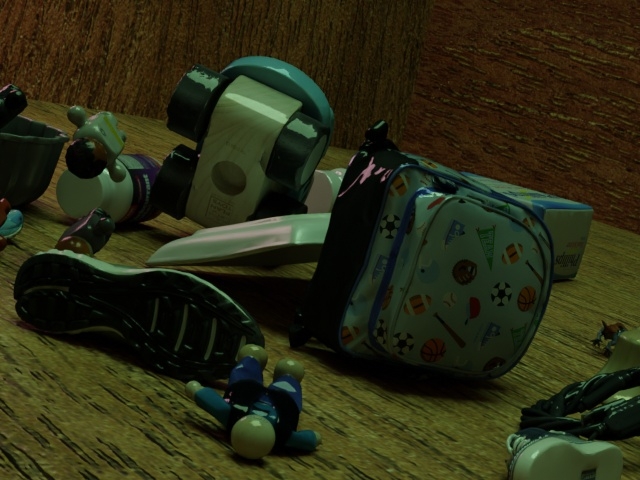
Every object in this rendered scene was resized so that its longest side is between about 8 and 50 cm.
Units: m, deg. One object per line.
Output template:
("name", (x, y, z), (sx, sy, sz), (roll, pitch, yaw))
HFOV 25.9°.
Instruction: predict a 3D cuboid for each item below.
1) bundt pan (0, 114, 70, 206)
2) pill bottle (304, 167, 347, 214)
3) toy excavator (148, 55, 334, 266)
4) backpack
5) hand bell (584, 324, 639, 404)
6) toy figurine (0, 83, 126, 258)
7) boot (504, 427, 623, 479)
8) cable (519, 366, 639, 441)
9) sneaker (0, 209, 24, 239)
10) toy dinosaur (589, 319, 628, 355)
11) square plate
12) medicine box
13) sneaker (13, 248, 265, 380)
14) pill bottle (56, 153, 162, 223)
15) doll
("bundt pan", (-0.545, -0.130, 2.057), (0.331, 0.124, 0.331), (12, 9, -2))
("pill bottle", (0.064, -0.074, 2.601), (0.209, 0.119, 0.119), (5, 12, -44))
("toy excavator", (-0.077, -0.128, 2.214), (0.222, 0.433, 0.445), (26, 36, 10))
("backpack", (0.140, 0.038, 1.580), (0.263, 0.276, 0.213), (15, 11, -36))
("hand bell", (0.407, 0.082, 1.681), (0.126, 0.242, 0.126), (13, 9, -2))
("toy figurine", (-0.343, -0.068, 1.665), (0.210, 0.213, 0.148), (16, 22, 0))
("boot", (0.191, 0.200, 1.227), (0.086, 0.069, 0.190), (10, -3, 35))
("cable", (0.301, 0.175, 1.456), (0.185, 0.047, 0.150), (-20, 8, -30))
("sneaker", (-0.451, -0.040, 1.772), (0.162, 0.073, 0.063), (6, 11, -40))
("toy dinosaur", (0.421, 0.133, 1.977), (0.047, 0.090, 0.082), (31, 46, 17))
("square plate", (0.001, -0.001, 1.826), (0.347, 0.049, 0.344), (-2, -4, -38))
("medicine box", (0.321, -0.029, 2.592), (0.289, 0.149, 0.263), (17, 9, 29))
("sneaker", (-0.173, 0.069, 1.407), (0.272, 0.100, 0.108), (16, 4, 22))
("pill bottle", (-0.314, -0.077, 2.098), (0.108, 0.108, 0.193), (16, 9, 20))
("doll", (-0.057, 0.147, 1.228), (0.129, 0.046, 0.189), (22, 14, -5))
